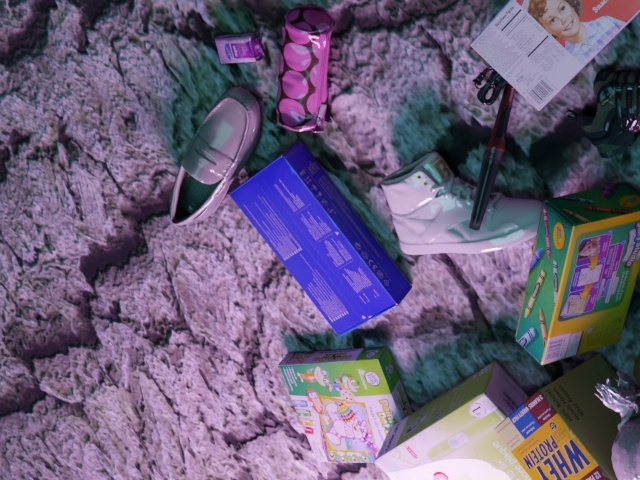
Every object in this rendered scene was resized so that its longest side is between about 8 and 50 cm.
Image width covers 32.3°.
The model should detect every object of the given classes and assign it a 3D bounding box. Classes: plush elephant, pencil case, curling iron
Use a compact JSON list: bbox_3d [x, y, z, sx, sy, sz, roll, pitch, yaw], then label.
[{"bbox_3d":[0.590,0.338,1.674,0.255,0.272,0.330,0,128,57],"label":"plush elephant"},{"bbox_3d":[-0.022,-0.291,1.900,0.098,0.095,0.209,48,144,46],"label":"pencil case"},{"bbox_3d":[0.269,-0.151,1.791,0.068,0.035,0.273,9,102,16],"label":"curling iron"}]

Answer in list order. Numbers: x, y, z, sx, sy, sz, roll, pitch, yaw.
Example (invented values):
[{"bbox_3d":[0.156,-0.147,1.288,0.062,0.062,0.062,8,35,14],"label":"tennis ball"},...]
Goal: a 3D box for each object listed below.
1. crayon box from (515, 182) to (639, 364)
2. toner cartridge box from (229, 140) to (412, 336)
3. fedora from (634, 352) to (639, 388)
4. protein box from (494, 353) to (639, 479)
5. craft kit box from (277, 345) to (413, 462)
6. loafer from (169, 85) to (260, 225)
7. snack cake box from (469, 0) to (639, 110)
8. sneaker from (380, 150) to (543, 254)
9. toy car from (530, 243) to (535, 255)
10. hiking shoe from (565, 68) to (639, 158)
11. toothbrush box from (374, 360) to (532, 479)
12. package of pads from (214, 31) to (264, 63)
[{"bbox_3d":[0.424,0.055,1.784,0.081,0.165,0.278,48,142,47],"label":"crayon box"},{"bbox_3d":[0.000,0.000,2.071,0.165,0.075,0.347,-32,98,40],"label":"toner cartridge box"},{"bbox_3d":[0.617,0.209,1.822,0.194,0.079,0.194,10,127,13],"label":"fedora"},{"bbox_3d":[0.448,0.334,1.889,0.199,0.201,0.136,53,132,17],"label":"protein box"},{"bbox_3d":[0.064,0.338,2.252,0.247,0.061,0.249,-10,112,31],"label":"craft kit box"},{"bbox_3d":[-0.202,-0.148,2.077,0.112,0.111,0.319,34,129,9],"label":"loafer"},{"bbox_3d":[0.366,-0.339,1.640,0.152,0.089,0.264,45,130,2],"label":"snack cake box"},{"bbox_3d":[0.234,-0.071,1.868,0.293,0.108,0.169,-7,117,35],"label":"sneaker"},{"bbox_3d":[0.393,-0.005,1.849,0.122,0.060,0.040,-25,71,32],"label":"toy car"},{"bbox_3d":[0.467,-0.221,1.652,0.114,0.086,0.227,42,131,-2],"label":"hiking shoe"},{"bbox_3d":[0.280,0.392,2.078,0.283,0.122,0.206,-38,98,32],"label":"toothbrush box"},{"bbox_3d":[-0.146,-0.344,1.979,0.083,0.032,0.050,2,121,30],"label":"package of pads"}]
